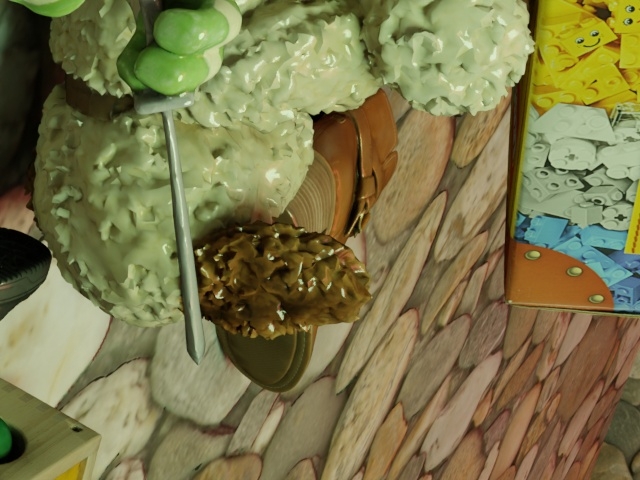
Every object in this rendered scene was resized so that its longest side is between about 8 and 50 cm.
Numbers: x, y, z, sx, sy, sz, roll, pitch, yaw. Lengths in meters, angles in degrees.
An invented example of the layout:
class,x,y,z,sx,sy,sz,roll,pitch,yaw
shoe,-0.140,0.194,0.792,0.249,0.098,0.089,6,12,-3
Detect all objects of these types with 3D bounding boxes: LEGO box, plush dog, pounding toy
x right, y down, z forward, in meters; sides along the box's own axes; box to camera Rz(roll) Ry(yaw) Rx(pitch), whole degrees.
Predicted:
class,x,y,z,sx,sy,sz,roll,pitch,yaw
LEGO box,0.209,-0.266,0.900,0.372,0.193,0.500,89,7,-53
plush dog,-0.060,-0.069,0.786,0.211,0.262,0.225,6,102,-34
pounding toy,-0.172,0.146,0.895,0.130,0.100,0.141,-31,143,-57

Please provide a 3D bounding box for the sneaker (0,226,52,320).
class,x,y,z,sx,sy,sz,roll,pitch,yaw
sneaker,-0.195,0.055,0.802,0.170,0.051,0.089,-27,140,-52

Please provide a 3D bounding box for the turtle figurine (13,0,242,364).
class,x,y,z,sx,sy,sz,roll,pitch,yaw
turtle figurine,-0.140,-0.071,0.559,0.274,0.198,0.266,-65,156,-4

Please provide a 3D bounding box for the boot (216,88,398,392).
class,x,y,z,sx,sy,sz,roll,pitch,yaw
boot,0.000,0.000,1.197,0.152,0.073,0.197,-50,160,-43
